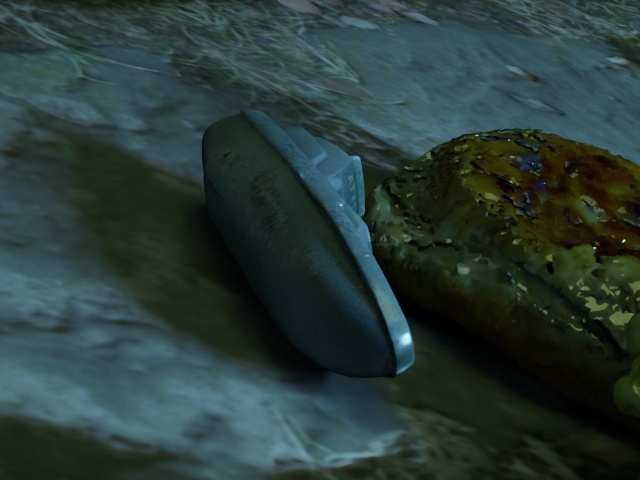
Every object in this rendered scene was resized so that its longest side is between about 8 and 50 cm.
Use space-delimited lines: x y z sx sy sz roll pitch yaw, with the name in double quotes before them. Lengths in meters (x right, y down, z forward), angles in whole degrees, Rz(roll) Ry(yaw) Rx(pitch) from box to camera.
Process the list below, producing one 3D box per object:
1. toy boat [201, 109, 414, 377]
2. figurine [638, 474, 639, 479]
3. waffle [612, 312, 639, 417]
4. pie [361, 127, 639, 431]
"toy boat" 0.000 0.000 1.064 0.085 0.078 0.260 -13 28 -13
"figurine" 0.149 0.160 0.740 0.208 0.128 0.184 -1 26 -32
"waffle" 0.271 0.109 0.967 0.249 0.056 0.253 -8 54 -36
"pie" 0.183 0.025 1.150 0.308 0.085 0.308 17 21 -7
